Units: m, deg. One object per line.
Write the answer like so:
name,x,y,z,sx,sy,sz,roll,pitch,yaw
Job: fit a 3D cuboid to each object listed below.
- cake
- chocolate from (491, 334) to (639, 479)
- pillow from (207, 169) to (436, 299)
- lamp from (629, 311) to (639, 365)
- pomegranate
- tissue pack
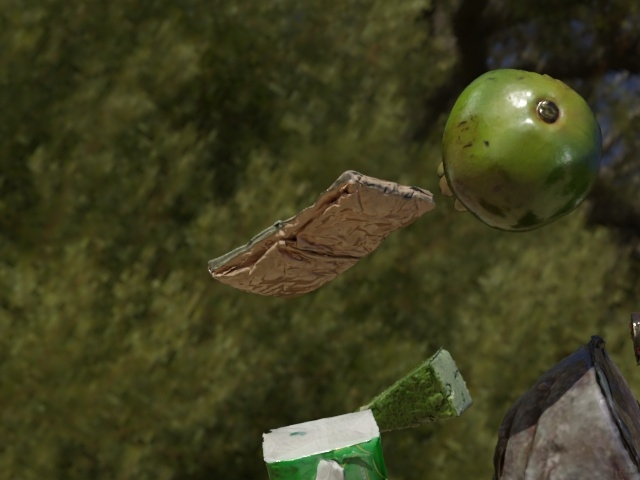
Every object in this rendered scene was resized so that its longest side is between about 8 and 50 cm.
cake,0.120,0.268,2.704,0.235,0.100,0.099,-37,-92,25
chocolate,0.321,0.294,2.234,0.213,0.303,0.303,-28,-50,12
pillow,0.000,0.000,1.821,0.126,0.043,0.232,14,-38,-44
lamp,0.530,0.112,2.294,0.258,0.180,0.180,-6,-32,7
pomegranate,0.212,-0.096,2.141,0.241,0.159,0.190,8,-37,40
tissue pack,0.021,0.343,2.190,0.156,0.148,0.209,-108,-173,-74
